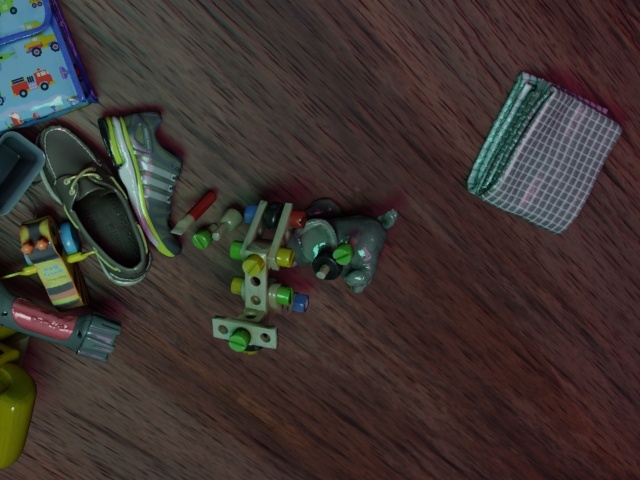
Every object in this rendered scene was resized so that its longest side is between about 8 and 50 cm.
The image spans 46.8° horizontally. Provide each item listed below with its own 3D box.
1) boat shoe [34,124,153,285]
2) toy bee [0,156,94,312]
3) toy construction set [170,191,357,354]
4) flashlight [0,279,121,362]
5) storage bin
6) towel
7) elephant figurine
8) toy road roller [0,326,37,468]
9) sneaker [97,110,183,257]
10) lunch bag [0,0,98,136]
[{"bbox_3d":[-0.402,-0.072,1.309,0.116,0.096,0.325,-29,87,-22],"label":"boat shoe"},{"bbox_3d":[-0.510,0.021,1.350,0.195,0.162,0.298,-35,115,3],"label":"toy bee"},{"bbox_3d":[-0.142,0.062,1.360,0.308,0.237,0.258,32,130,3],"label":"toy construction set"},{"bbox_3d":[-0.511,0.129,1.321,0.303,0.103,0.103,22,92,-19],"label":"flashlight"},{"bbox_3d":[-0.561,-0.121,1.276,0.098,0.091,0.135,42,69,-36],"label":"storage bin"},{"bbox_3d":[0.470,-0.176,1.537,0.234,0.121,0.284,21,104,-21],"label":"towel"},{"bbox_3d":[0.000,0.000,1.482,0.239,0.169,0.186,22,76,-5],"label":"elephant figurine"},{"bbox_3d":[-0.593,0.267,1.312,0.240,0.329,0.203,22,107,7],"label":"toy road roller"},{"bbox_3d":[-0.306,-0.104,1.384,0.121,0.111,0.300,-23,120,-14],"label":"sneaker"},{"bbox_3d":[-0.540,-0.336,1.238,0.220,0.138,0.293,-20,101,-4],"label":"lunch bag"}]
